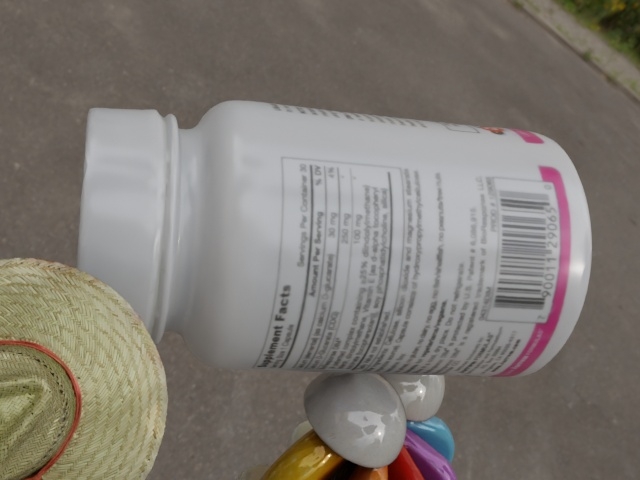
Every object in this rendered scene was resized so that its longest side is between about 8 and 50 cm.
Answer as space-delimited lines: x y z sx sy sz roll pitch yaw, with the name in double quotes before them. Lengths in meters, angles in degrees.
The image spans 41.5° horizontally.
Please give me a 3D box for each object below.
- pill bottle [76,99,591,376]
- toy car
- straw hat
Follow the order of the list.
"pill bottle" 0.000 0.000 0.515 0.283 0.160 0.160 4 41 -15
"toy car" 0.036 0.167 0.610 0.136 0.159 0.182 41 27 14
"straw hat" -0.139 0.076 0.357 0.144 0.144 0.061 41 -7 -1
